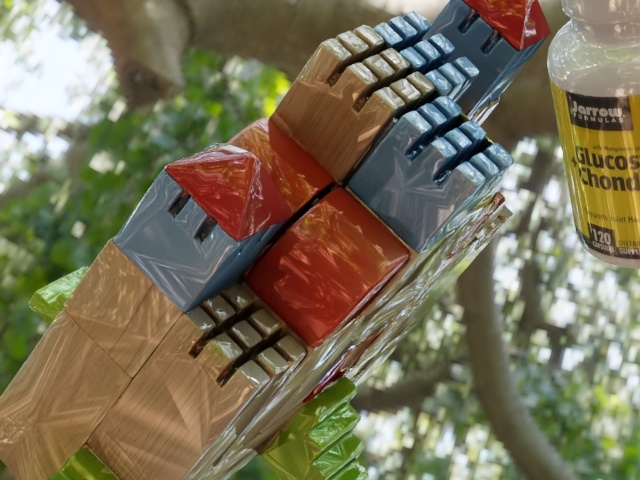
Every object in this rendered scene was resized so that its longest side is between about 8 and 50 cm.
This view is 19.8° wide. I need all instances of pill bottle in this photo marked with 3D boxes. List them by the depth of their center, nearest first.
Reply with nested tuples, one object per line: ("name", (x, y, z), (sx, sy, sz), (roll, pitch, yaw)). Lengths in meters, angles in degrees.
("pill bottle", (0.194, -0.083, 1.114), (0.103, 0.103, 0.184), (-2, -59, 22))

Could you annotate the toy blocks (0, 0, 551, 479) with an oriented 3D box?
("toy blocks", (0.000, 0.000, 0.936), (0.191, 0.381, 0.261), (45, -57, 10))
